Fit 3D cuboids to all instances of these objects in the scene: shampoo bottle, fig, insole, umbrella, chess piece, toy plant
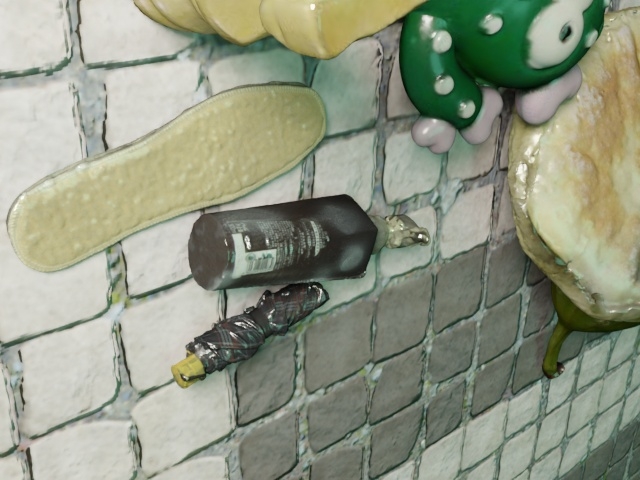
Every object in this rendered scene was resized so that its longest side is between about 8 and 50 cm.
[{"bbox_3d":[-0.001,0.001,0.572,0.208,0.063,0.057,-7,125,-40],"label":"shampoo bottle"},{"bbox_3d":[0.322,0.064,0.884,0.151,0.151,0.259,-10,149,-38],"label":"fig"},{"bbox_3d":[-0.093,-0.050,0.500,0.248,0.011,0.081,-30,129,-27],"label":"insole"},{"bbox_3d":[-0.056,0.070,0.576,0.144,0.040,0.037,-30,121,-32],"label":"umbrella"},{"bbox_3d":[-0.025,-0.141,0.379,0.090,0.200,0.090,-19,122,-34],"label":"chess piece"},{"bbox_3d":[0.151,-0.195,0.575,0.243,0.112,0.232,-19,121,-27],"label":"toy plant"}]

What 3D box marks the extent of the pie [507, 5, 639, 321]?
[{"bbox_3d":[0.320,-0.080,0.728,0.338,0.075,0.337,1,87,-15],"label":"pie"}]
